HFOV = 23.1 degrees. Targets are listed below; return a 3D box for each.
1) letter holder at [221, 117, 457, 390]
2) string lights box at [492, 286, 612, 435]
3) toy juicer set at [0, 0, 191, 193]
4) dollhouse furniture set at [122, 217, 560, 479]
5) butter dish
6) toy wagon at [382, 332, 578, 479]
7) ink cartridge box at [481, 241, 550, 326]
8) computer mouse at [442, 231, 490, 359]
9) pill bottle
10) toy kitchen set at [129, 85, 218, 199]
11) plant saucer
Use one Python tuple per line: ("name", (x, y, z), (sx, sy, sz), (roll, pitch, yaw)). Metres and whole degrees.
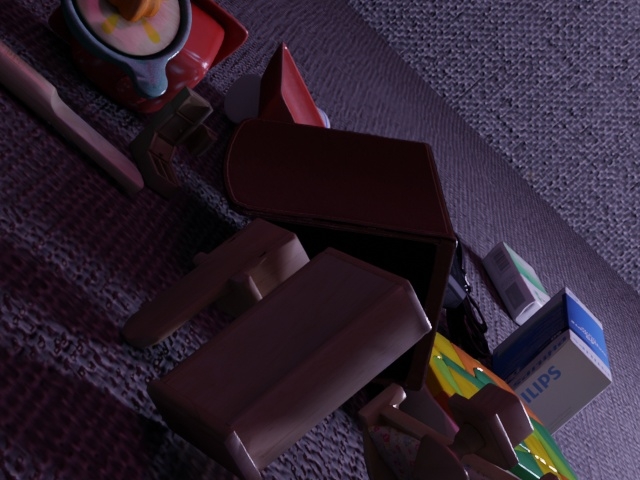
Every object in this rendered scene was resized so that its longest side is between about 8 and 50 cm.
("letter holder", (0.000, 0.000, 1.516), (0.214, 0.152, 0.302), (10, 19, -4))
("string lights box", (0.282, 0.154, 1.941), (0.077, 0.133, 0.260), (46, 14, -4))
("toy juicer set", (-0.211, -0.230, 1.421), (0.209, 0.089, 0.329), (23, 60, -28))
("dollhouse furniture set", (0.030, 0.199, 1.175), (0.303, 0.174, 0.356), (24, -34, 54))
("butter dish", (-0.181, -0.187, 1.585), (0.160, 0.160, 0.118), (37, 40, -30))
("toy wagon", (0.183, 0.210, 1.621), (0.344, 0.068, 0.267), (36, 17, -36))
("ink cartridge box", (0.363, 0.120, 2.465), (0.224, 0.056, 0.181), (37, 16, -28))
("computer mouse", (0.120, 0.027, 1.878), (0.272, 0.072, 0.189), (50, 25, -55))
("pill bottle", (-0.055, -0.153, 1.945), (0.137, 0.078, 0.078), (27, 23, -53))
("toy kitchen set", (-0.127, -0.087, 1.521), (0.068, 0.083, 0.075), (34, 18, -38))
("plant saucer", (-0.008, -0.080, 1.799), (0.259, 0.047, 0.258), (-91, 156, -70))
